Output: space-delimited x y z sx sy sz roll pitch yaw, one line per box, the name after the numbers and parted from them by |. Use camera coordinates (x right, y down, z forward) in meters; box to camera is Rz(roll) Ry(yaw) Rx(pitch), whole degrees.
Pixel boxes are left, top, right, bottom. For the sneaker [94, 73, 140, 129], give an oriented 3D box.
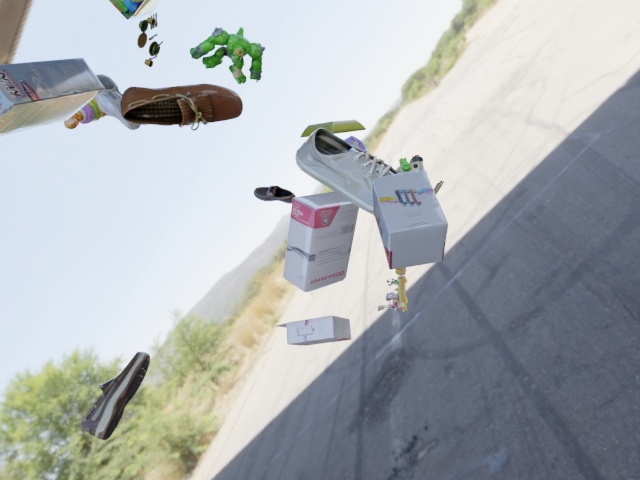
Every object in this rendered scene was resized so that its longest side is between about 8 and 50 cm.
-0.741 -0.484 1.862 0.090 0.232 0.115 -40 1 -44 | sneaker

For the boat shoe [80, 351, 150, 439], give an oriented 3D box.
-0.580 0.419 1.447 0.095 0.095 0.258 102 -171 -52 | boat shoe

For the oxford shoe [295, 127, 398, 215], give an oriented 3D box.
0.133 -0.185 1.469 0.169 0.449 0.130 -48 -15 -50 | oxford shoe

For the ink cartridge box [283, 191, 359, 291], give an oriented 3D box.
0.000 0.000 1.657 0.207 0.117 0.283 -13 -58 -43 | ink cartridge box

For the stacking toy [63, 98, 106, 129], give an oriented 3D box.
-1.020 -0.565 2.223 0.302 0.175 0.166 -76 -5 -50 | stacking toy

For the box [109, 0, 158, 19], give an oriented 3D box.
-0.564 -0.882 1.536 0.289 0.279 0.177 -37 19 25 | box

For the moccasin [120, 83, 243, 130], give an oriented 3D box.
-0.438 -0.424 1.644 0.139 0.379 0.147 108 155 -45 | moccasin

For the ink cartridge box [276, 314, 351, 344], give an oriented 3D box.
-0.022 0.272 1.520 0.198 0.067 0.115 -13 -19 28 | ink cartridge box

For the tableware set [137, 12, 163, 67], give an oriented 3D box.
-0.512 -0.598 1.544 0.104 0.024 0.154 -58 -9 -44 | tableware set

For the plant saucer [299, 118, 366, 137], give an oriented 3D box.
0.046 -0.428 1.954 0.188 0.045 0.188 -16 15 -40 | plant saucer

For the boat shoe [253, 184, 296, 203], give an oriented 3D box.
-0.193 -0.202 2.141 0.066 0.183 0.066 84 -166 -68 | boat shoe

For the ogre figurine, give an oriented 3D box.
-0.234 -0.496 1.361 0.118 0.197 0.097 -43 24 48 | ogre figurine

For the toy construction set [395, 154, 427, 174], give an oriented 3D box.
0.276 -0.209 1.863 0.214 0.151 0.327 -14 0 7 | toy construction set

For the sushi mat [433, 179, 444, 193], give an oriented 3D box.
0.389 -0.092 1.997 0.317 0.019 0.151 -62 -11 20 | sushi mat

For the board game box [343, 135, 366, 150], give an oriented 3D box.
0.088 -0.293 1.852 0.168 0.133 0.033 -25 -1 28 | board game box

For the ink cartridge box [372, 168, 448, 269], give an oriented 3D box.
0.195 -0.049 1.150 0.128 0.127 0.176 81 179 -49 | ink cartridge box

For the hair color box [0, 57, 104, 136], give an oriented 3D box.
-0.792 -0.394 1.407 0.185 0.114 0.374 -29 14 22 | hair color box

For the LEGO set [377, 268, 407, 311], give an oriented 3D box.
0.267 0.198 1.941 0.287 0.106 0.132 83 -177 -55 | LEGO set
